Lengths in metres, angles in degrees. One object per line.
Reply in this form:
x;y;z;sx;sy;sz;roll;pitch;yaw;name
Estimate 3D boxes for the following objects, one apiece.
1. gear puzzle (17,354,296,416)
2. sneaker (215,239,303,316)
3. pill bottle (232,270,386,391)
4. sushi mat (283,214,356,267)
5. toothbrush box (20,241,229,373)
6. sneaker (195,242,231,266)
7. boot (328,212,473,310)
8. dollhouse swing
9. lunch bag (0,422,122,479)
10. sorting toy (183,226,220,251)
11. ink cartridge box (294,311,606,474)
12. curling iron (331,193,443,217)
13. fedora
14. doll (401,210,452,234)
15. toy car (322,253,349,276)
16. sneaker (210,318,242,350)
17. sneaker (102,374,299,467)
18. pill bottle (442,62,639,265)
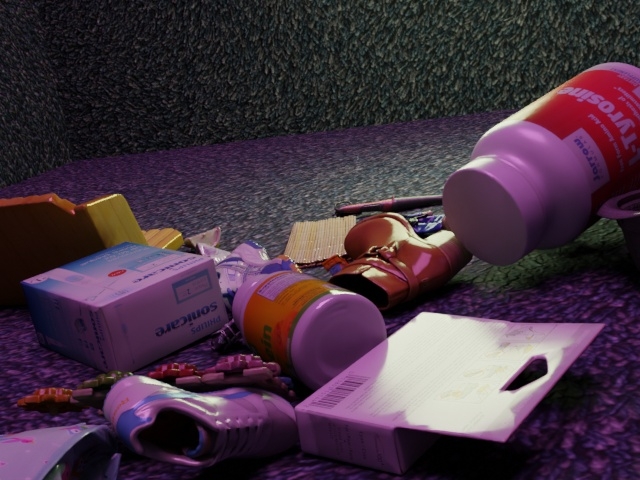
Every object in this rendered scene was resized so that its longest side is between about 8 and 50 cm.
-0.206;0.182;1.107;0.339;0.044;0.175;-8;-22;9;gear puzzle
-0.102;0.091;1.498;0.131;0.112;0.296;-34;21;-18;sneaker
-0.028;0.116;1.237;0.136;0.136;0.246;-17;16;-26;pill bottle
0.000;0.000;1.882;0.151;0.019;0.316;-8;15;5;sushi mat
-0.330;0.105;1.496;0.216;0.126;0.295;-24;21;-36;toothbrush box
-0.214;0.040;1.826;0.061;0.053;0.152;-7;18;-25;sneaker
0.091;0.046;1.530;0.283;0.109;0.220;15;32;43;boot
-0.501;-0.032;1.852;0.347;0.315;0.305;-4;36;23;dollhouse swing
-0.327;0.267;0.837;0.223;0.160;0.262;-8;21;10;lunch bag
-0.273;0.004;2.011;0.083;0.044;0.075;-22;12;-37;sorting toy
0.159;0.172;1.044;0.261;0.066;0.296;2;19;37;ink cartridge box
0.160;-0.087;2.064;0.274;0.035;0.068;-8;15;10;curling iron
0.548;-0.009;1.346;0.244;0.124;0.275;-10;8;-5;fedora
0.195;-0.033;1.820;0.189;0.046;0.129;-5;24;41;doll
-0.001;0.069;1.628;0.122;0.060;0.040;-26;60;1;toy car
-0.138;0.144;1.363;0.069;0.038;0.098;-34;-10;-39;sneaker
-0.117;0.208;0.975;0.229;0.087;0.092;11;13;-30;sneaker
0.403;-0.127;1.513;0.408;0.229;0.229;-32;24;-31;pill bottle
